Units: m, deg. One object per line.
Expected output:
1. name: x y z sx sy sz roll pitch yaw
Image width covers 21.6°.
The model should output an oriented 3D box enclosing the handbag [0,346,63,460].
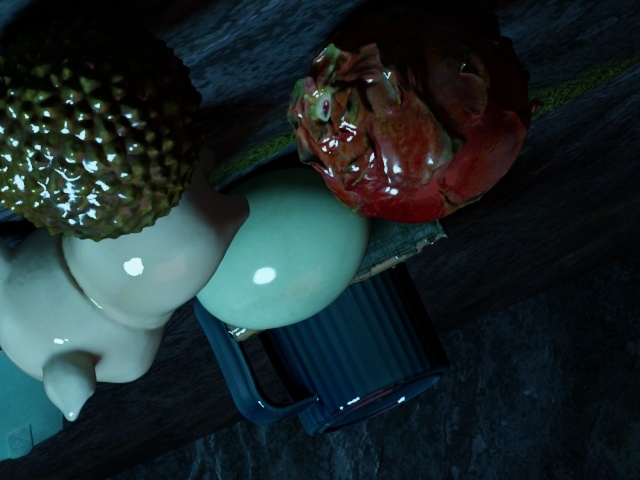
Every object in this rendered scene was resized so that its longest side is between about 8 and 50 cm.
1. handbag: -0.469 0.208 2.170 0.268 0.100 0.274 -26 151 -19

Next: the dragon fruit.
1. dragon fruit: 0.094 -0.132 1.714 0.241 0.241 0.252 -34 178 32

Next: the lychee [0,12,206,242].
1. lychee: -0.194 -0.088 1.407 0.200 0.200 0.238 -21 153 -21

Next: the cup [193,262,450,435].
1. cup: 0.011 0.104 2.339 0.242 0.292 0.308 -31 168 24

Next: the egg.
1. egg: -0.050 0.009 2.073 0.253 0.186 0.186 -27 168 22

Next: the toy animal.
1. toy animal: -0.225 0.033 1.814 0.269 0.237 0.326 -29 166 -31

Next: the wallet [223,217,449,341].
1. wallet: 0.000 0.000 2.194 0.317 0.169 0.044 -27 145 10
